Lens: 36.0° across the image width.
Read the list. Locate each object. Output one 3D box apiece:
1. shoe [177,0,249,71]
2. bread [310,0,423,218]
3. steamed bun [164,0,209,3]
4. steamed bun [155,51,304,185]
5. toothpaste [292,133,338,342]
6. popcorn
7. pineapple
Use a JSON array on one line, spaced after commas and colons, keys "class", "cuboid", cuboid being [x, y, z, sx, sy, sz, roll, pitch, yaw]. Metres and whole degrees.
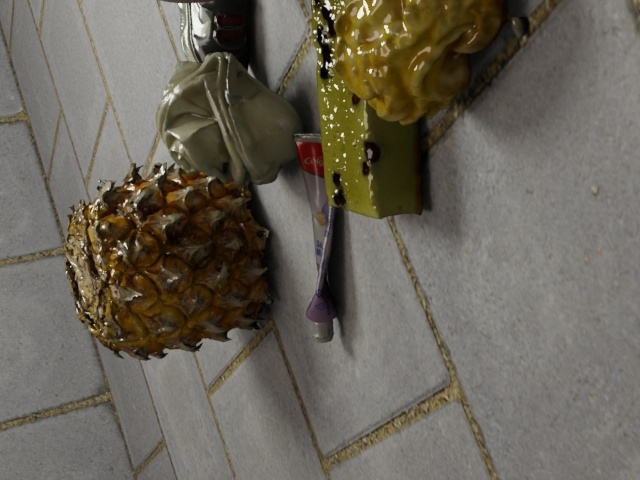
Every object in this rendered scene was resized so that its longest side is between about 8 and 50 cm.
[{"class": "shoe", "cuboid": [-0.153, -0.344, 1.465, 0.112, 0.099, 0.228, -32, 72, 56]}, {"class": "bread", "cuboid": [0.046, -0.209, 1.117, 0.138, 0.077, 0.362, 24, 123, 60]}, {"class": "steamed bun", "cuboid": [-0.150, -0.424, 1.207, 0.309, 0.309, 0.309, 41, 137, 52]}, {"class": "steamed bun", "cuboid": [-0.147, -0.156, 1.398, 0.218, 0.144, 0.211, 42, 158, -4]}, {"class": "toothpaste", "cuboid": [0.000, 0.000, 1.363, 0.075, 0.048, 0.301, -145, 49, -61]}, {"class": "popcorn", "cuboid": [0.087, -0.215, 0.961, 0.163, 0.140, 0.194, 63, 151, 16]}, {"class": "pineapple", "cuboid": [-0.259, 0.024, 1.643, 0.352, 0.300, 0.353, 24, 118, 56]}]
